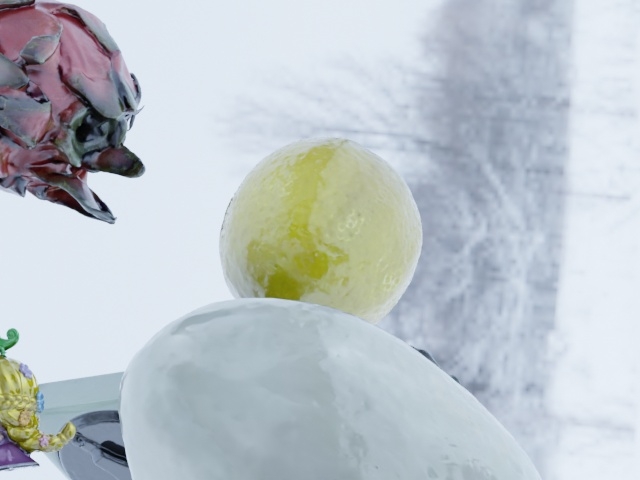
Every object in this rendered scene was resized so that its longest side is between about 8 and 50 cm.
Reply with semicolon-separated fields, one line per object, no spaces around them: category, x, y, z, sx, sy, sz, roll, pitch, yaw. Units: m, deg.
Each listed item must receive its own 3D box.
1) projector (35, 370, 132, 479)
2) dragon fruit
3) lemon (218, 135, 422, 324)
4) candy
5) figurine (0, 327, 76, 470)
projector;-0.208;0.266;1.917;0.257;0.259;0.079;56;-145;-36
dragon fruit;-0.252;-0.122;1.381;0.193;0.274;0.192;-56;-33;-27
lemon;0.001;-0.001;2.096;0.293;0.293;0.293;5;-90;-83
candy;-0.004;0.235;1.418;0.427;0.386;0.186;50;-144;-13
figurine;-0.330;0.170;1.695;0.095;0.115;0.156;111;148;-78
